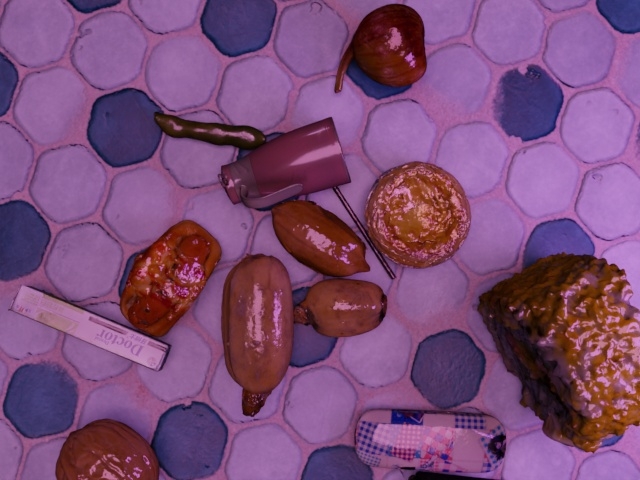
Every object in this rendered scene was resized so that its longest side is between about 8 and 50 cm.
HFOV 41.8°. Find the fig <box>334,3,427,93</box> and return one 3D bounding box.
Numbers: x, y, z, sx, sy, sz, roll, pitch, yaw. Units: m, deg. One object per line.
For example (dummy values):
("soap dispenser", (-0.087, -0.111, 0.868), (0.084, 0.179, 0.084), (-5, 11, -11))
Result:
("fig", (0.123, -0.413, 1.791), (0.207, 0.175, 0.175), (-2, 88, 17))

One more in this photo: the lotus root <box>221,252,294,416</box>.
("lotus root", (-0.128, 0.197, 1.748), (0.151, 0.169, 0.343), (-2, 90, -18))

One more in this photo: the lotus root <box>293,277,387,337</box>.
("lotus root", (0.035, 0.145, 1.786), (0.220, 0.118, 0.125), (-4, 73, -1))

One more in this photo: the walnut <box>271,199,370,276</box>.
("walnut", (0.000, 0.000, 1.776), (0.245, 0.137, 0.137), (38, 87, 0))

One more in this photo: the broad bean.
("broad bean", (-0.243, -0.236, 1.820), (0.256, 0.052, 0.053), (11, 46, 1))

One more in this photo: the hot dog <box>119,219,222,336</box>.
("hot dog", (-0.318, 0.080, 1.753), (0.150, 0.153, 0.257), (35, 87, -1))

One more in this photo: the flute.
("flute", (0.089, -0.029, 1.840), (0.014, 0.014, 0.269), (-33, 89, -3))

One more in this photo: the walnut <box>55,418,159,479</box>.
("walnut", (-0.440, 0.469, 1.723), (0.213, 0.213, 0.213), (0, 88, -2))

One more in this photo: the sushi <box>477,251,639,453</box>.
("sushi", (0.506, 0.221, 1.663), (0.240, 0.396, 0.351), (-25, 95, -6))

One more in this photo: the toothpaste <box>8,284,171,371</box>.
("toothpaste", (-0.485, 0.187, 1.781), (0.336, 0.081, 0.067), (23, 84, -2))

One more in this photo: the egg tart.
("egg tart", (0.208, -0.053, 1.806), (0.234, 0.094, 0.234), (0, 86, -4))

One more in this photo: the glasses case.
("glasses case", (0.236, 0.429, 1.800), (0.327, 0.076, 0.125), (4, 87, -3))

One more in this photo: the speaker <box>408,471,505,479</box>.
("speaker", (0.299, 0.601, 1.759), (0.230, 0.153, 0.193), (6, 87, -2))

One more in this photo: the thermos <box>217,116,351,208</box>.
("thermos", (-0.077, -0.147, 1.768), (0.265, 0.176, 0.146), (-18, 126, 1))
